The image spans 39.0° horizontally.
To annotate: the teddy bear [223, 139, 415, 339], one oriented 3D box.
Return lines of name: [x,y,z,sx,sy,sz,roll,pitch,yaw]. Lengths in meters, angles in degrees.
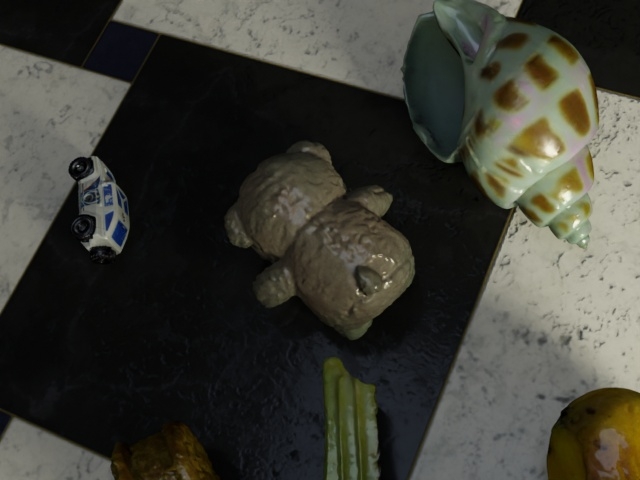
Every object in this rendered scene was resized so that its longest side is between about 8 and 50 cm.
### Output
teddy bear: [0.001,0.000,1.232,0.267,0.151,0.236,40,77,23]

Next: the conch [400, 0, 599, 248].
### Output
conch: [0.258,-0.164,1.237,0.249,0.197,0.368,-27,62,40]

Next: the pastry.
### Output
pastry: [-0.175,0.315,1.111,0.103,0.189,0.189,-28,64,-5]

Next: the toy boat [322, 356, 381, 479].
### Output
toy boat: [0.037,0.287,1.119,0.084,0.111,0.276,1,66,6]

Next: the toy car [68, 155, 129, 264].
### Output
toy car: [-0.330,-0.044,1.357,0.070,0.080,0.171,-13,64,5]

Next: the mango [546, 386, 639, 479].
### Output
mango: [0.357,0.300,1.040,0.167,0.130,0.262,-4,75,-4]
